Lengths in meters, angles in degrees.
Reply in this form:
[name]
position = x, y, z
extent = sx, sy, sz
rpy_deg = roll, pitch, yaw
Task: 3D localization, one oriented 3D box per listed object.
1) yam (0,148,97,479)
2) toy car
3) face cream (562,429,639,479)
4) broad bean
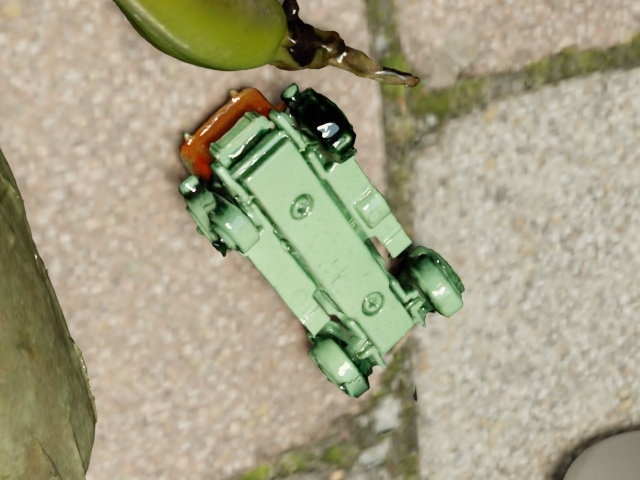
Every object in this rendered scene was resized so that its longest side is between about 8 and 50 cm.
[yam]
position = -0.175, -0.006, 0.596
extent = 0.161, 0.161, 0.268
rpy_deg = -29, 120, -18
[toy car]
position = 0.000, 0.000, 0.764
extent = 0.073, 0.054, 0.143
rpy_deg = -44, 132, -6
[face cream]
position = 0.161, 0.155, 0.879
extent = 0.117, 0.117, 0.104
rpy_deg = -15, 122, -25
[broad bean]
position = -0.082, -0.137, 0.652
extent = 0.075, 0.067, 0.325
rpy_deg = -47, 134, -5
